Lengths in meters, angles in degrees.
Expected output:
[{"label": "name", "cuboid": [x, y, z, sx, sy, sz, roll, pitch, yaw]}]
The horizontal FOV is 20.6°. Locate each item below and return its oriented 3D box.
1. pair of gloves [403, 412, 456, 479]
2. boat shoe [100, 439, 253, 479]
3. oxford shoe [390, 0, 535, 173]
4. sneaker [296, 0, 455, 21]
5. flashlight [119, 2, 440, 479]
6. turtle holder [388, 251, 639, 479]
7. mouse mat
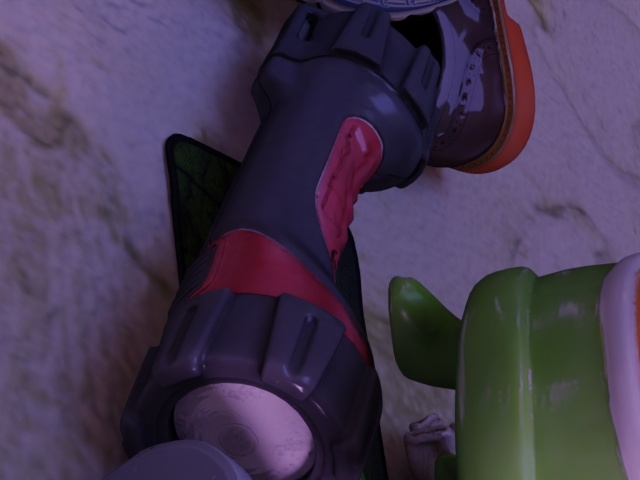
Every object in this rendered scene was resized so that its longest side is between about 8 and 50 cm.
[{"label": "pair of gloves", "cuboid": [0.060, 0.184, 0.841, 0.240, 0.042, 0.204, 1, 71, -58]}, {"label": "boat shoe", "cuboid": [-0.026, 0.253, 0.591, 0.156, 0.135, 0.367, 46, 26, -37]}, {"label": "oxford shoe", "cuboid": [0.052, -0.174, 1.034, 0.098, 0.097, 0.271, 1, 69, -52]}, {"label": "sneaker", "cuboid": [0.005, -0.208, 0.880, 0.330, 0.147, 0.130, 10, 62, -43]}, {"label": "flashlight", "cuboid": [0.000, 0.000, 0.812, 0.304, 0.103, 0.103, -67, 154, -54]}, {"label": "turtle holder", "cuboid": [0.152, 0.157, 0.706, 0.243, 0.227, 0.320, -67, 149, -71]}, {"label": "mouse mat", "cuboid": [-0.017, 0.050, 0.852, 0.152, 0.007, 0.190, 25, 50, -50]}]
